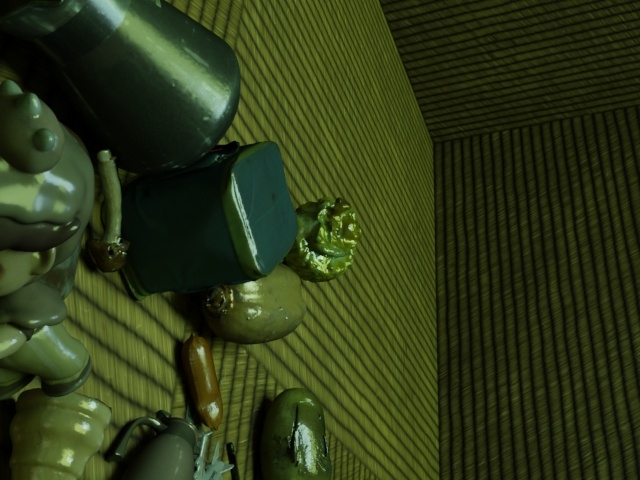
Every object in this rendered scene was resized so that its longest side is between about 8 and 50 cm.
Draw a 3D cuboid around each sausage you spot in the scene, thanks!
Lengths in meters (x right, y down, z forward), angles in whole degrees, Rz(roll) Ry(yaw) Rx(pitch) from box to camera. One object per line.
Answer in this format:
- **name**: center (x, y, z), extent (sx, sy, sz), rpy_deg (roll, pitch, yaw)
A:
- **sausage**: center (-0.208, 0.248, 1.350), extent (0.062, 0.054, 0.183), rpy_deg (-28, 111, -47)

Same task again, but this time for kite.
- **kite**: center (-0.232, 0.337, 1.319), extent (0.152, 0.005, 0.137), rpy_deg (38, 46, -62)

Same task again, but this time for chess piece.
- **chess piece**: center (-0.335, 0.367, 0.849), extent (0.117, 0.117, 0.397), rpy_deg (57, 32, -50)

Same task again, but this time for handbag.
- **handbag**: center (-0.186, -0.040, 1.257), extent (0.263, 0.241, 0.222), rpy_deg (-61, 138, -63)

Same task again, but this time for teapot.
- **teapot**: center (-0.297, -0.286, 1.090), extent (0.300, 0.253, 0.344), rpy_deg (54, 4, 40)

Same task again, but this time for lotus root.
- **lotus root**: center (-0.139, 0.116, 1.465), extent (0.343, 0.151, 0.169), rpy_deg (6, 70, -65)

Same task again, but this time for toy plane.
- **toy plane**: center (-0.200, 0.410, 1.281), extent (0.171, 0.065, 0.162), rpy_deg (-30, 118, -65)

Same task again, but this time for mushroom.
- **mushroom**: center (-0.314, -0.043, 1.118), extent (0.060, 0.061, 0.187), rpy_deg (-56, 149, -71)

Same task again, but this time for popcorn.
- **popcorn**: center (0.000, 0.000, 1.870), extent (0.204, 0.184, 0.221), rpy_deg (58, 41, -23)

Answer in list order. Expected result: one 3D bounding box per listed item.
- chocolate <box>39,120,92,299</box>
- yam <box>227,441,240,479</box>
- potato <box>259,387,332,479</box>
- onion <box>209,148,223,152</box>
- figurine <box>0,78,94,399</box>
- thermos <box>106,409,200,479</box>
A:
- **chocolate**: center (-0.357, -0.048, 1.011), extent (0.157, 0.080, 0.254), rpy_deg (50, 36, -56)
- **yam**: center (-0.163, 0.436, 1.458), extent (0.014, 0.014, 0.107), rpy_deg (-19, 101, -71)
- **potato**: center (-0.049, 0.430, 1.588), extent (0.169, 0.143, 0.248), rpy_deg (67, 21, -63)
- **onion**: center (-0.147, -0.089, 1.529), extent (0.227, 0.120, 0.283), rpy_deg (65, 7, 4)
- **figurine**: center (-0.344, 0.006, 0.826), extent (0.203, 0.248, 0.380), rpy_deg (-43, 138, -52)
- **thermos**: center (-0.250, 0.338, 1.146), extent (0.137, 0.105, 0.193), rpy_deg (41, 28, -14)
